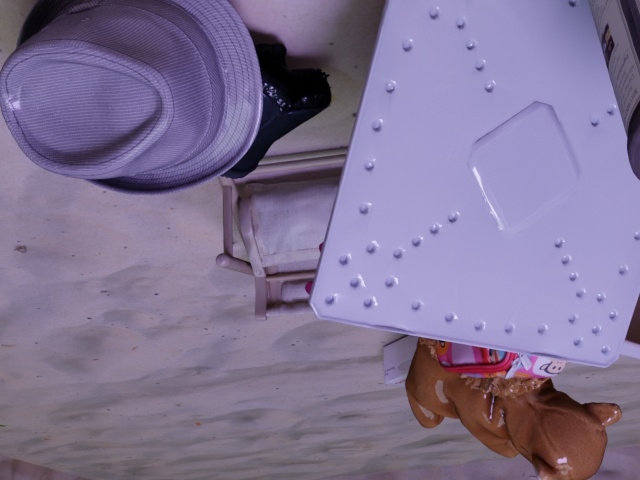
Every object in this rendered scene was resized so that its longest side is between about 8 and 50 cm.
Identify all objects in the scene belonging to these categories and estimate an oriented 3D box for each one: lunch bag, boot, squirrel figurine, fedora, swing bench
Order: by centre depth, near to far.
[{"bbox_3d":[-0.207,-0.145,0.720,0.275,0.124,0.244,3,114,13],"label":"fedora"},{"bbox_3d":[-0.134,-0.161,0.829,0.246,0.094,0.207,11,152,-31],"label":"boot"},{"bbox_3d":[0.255,0.039,0.963,0.120,0.293,0.258,8,168,-16],"label":"lunch bag"},{"bbox_3d":[0.000,0.000,1.061,0.253,0.165,0.255,-6,156,7],"label":"swing bench"},{"bbox_3d":[0.336,0.258,1.293,0.281,0.370,0.397,-32,126,-10],"label":"squirrel figurine"}]

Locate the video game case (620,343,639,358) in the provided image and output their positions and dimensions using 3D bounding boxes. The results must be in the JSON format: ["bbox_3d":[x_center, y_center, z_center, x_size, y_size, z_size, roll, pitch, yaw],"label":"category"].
[{"bbox_3d":[0.402,0.088,1.136,0.204,0.285,0.025,16,113,-27],"label":"video game case"}]

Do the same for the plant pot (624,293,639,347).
[{"bbox_3d":[0.481,-0.015,0.984,0.284,0.284,0.191,-31,174,41],"label":"plant pot"}]

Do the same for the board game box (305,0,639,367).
[{"bbox_3d":[0.206,-0.079,0.763,0.389,0.390,0.050,12,-173,-21],"label":"board game box"}]

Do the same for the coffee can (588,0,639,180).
[{"bbox_3d":[0.331,-0.202,0.591,0.201,0.275,0.201,-1,151,0],"label":"coffee can"}]

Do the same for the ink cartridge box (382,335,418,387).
[{"bbox_3d":[0.273,0.280,1.628,0.219,0.093,0.160,19,144,-31],"label":"ink cartridge box"}]
